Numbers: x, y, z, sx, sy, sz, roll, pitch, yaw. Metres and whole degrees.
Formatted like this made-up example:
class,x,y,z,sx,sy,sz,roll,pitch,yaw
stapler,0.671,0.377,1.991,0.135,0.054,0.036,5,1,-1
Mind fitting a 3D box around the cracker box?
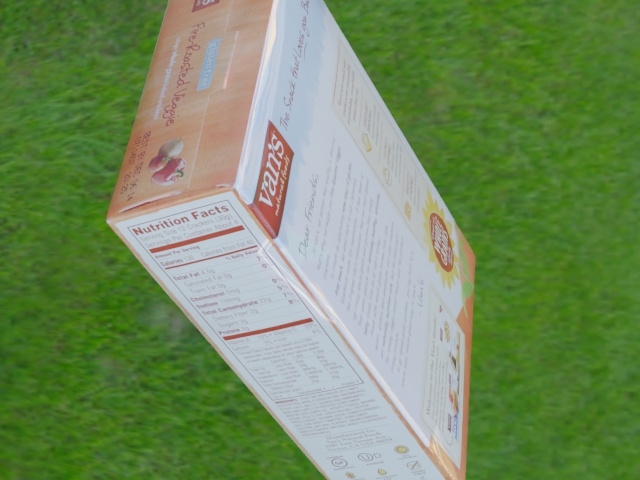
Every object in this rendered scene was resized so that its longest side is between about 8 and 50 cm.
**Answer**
class,x,y,z,sx,sy,sz,roll,pitch,yaw
cracker box,0.000,0.000,0.653,0.232,0.067,0.155,56,31,-40
